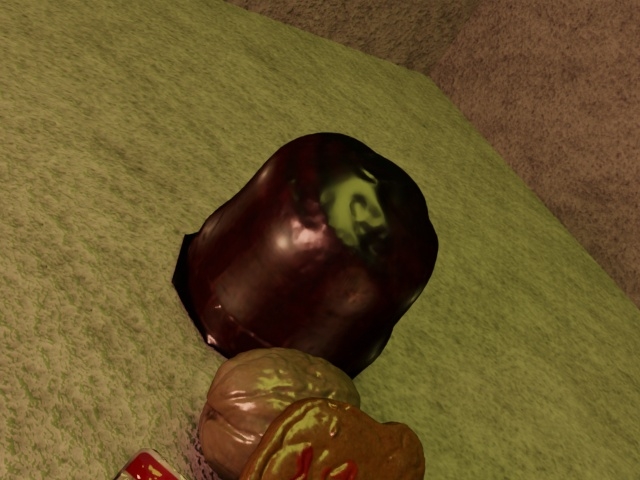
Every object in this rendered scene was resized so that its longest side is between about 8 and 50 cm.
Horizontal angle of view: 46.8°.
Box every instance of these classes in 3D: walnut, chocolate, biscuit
[{"bbox_3d":[-0.043,0.223,0.915,0.230,0.178,0.178,10,37,-38],"label":"walnut"},{"bbox_3d":[0.000,0.000,1.138,0.383,0.331,0.384,24,30,-15],"label":"chocolate"},{"bbox_3d":[0.012,0.317,0.807,0.257,0.049,0.273,24,71,-29],"label":"biscuit"}]

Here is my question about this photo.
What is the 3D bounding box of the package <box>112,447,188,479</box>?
[{"bbox_3d":[-0.195,0.314,0.678,0.154,0.030,0.239,36,50,18],"label":"package"}]
